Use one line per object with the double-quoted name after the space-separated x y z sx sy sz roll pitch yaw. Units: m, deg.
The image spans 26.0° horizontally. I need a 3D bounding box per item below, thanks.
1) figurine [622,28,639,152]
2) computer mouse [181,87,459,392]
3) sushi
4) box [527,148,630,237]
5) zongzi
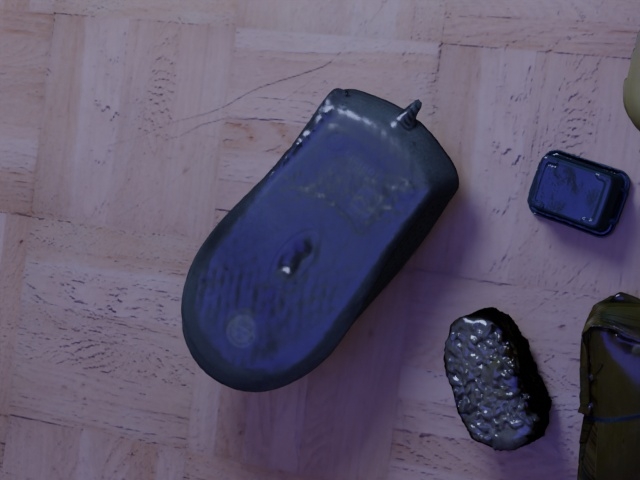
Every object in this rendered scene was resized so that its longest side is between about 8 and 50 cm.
0.375 -0.259 1.316 0.274 0.226 0.394 24 111 53 "figurine"
0.000 0.000 1.509 0.188 0.122 0.371 39 96 14 "computer mouse"
0.184 0.146 1.457 0.090 0.078 0.150 -27 81 25 "sushi"
0.264 -0.050 1.440 0.099 0.054 0.074 21 95 21 "box"
0.379 0.204 1.366 0.260 0.123 0.289 3 100 19 "zongzi"
